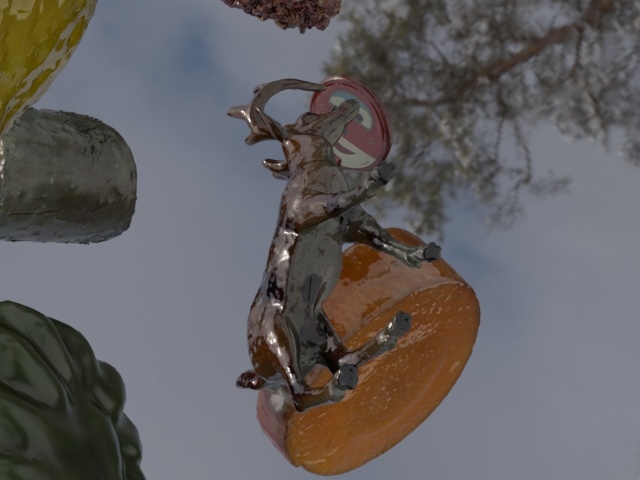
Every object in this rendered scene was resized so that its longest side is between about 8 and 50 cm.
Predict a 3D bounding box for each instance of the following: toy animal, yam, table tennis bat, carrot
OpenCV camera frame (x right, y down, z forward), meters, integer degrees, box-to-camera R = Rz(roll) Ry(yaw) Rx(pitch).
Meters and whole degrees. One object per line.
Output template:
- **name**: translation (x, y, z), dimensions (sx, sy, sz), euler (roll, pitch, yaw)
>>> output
- **toy animal**: translation (-0.015, -0.008, 0.884), dimensions (0.087, 0.260, 0.243), euler (27, -97, -29)
- **yam**: translation (-0.295, -0.066, 1.274), dimensions (0.254, 0.154, 0.154), euler (4, -119, -61)
- **table tennis bat**: translation (0.022, -0.094, 1.218), dimensions (0.098, 0.154, 0.019), euler (38, -134, 17)
- **carrot**: translation (0.046, 0.120, 1.298), dimensions (0.100, 0.258, 0.307), euler (32, -152, 31)

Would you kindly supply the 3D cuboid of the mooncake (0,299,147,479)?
- **mooncake**: translation (-0.238, 0.219, 0.957), dimensions (0.351, 0.187, 0.351), euler (-20, -90, -77)

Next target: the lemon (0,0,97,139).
- **lemon**: translation (-0.270, -0.182, 0.631), dimensions (0.336, 0.336, 0.336), euler (18, -124, -29)

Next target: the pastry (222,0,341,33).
- **pastry**: translation (-0.070, -0.374, 1.812), dimensions (0.209, 0.097, 0.115), euler (22, -97, 0)
